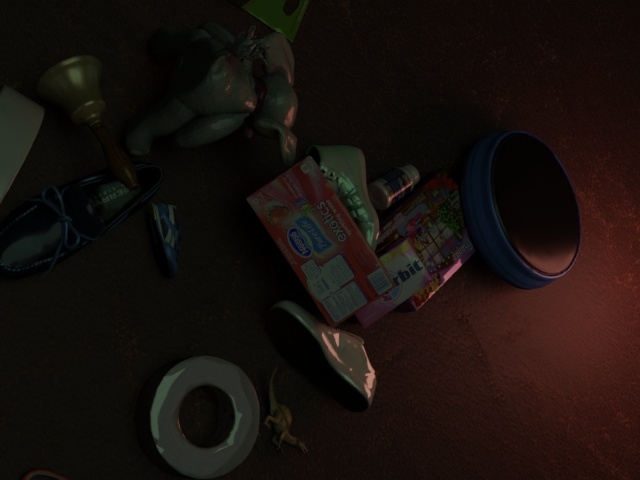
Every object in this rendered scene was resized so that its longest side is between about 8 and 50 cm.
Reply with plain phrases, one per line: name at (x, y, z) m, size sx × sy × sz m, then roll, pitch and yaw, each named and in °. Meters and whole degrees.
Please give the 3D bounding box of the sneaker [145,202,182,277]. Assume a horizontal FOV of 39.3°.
sneaker at (-0.280, -0.003, 1.664) m, size 0.059 × 0.053 × 0.144 m, roll -9°, pitch 87°, yaw -37°

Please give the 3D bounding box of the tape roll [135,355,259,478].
tape roll at (-0.221, 0.319, 1.625) m, size 0.219 × 0.072 × 0.219 m, roll 7°, pitch 76°, yaw -33°

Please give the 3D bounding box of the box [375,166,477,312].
box at (0.231, -0.005, 1.999) m, size 0.293 × 0.057 × 0.201 m, roll -41°, pitch 104°, yaw -32°

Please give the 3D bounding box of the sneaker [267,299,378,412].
sneaker at (0.009, 0.209, 1.797) m, size 0.290 × 0.106 × 0.123 m, roll 50°, pitch 42°, yaw -19°

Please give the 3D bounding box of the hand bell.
hand bell at (-0.380, -0.186, 1.548) m, size 0.126 × 0.126 × 0.242 m, roll -23°, pitch 75°, yaw -35°

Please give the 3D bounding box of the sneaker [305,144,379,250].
sneaker at (0.030, -0.079, 1.858) m, size 0.151 × 0.094 × 0.256 m, roll 4°, pitch 68°, yaw -39°

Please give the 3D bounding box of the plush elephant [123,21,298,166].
plush elephant at (-0.160, -0.269, 1.687) m, size 0.255 × 0.330 × 0.272 m, roll 33°, pitch 55°, yaw -44°

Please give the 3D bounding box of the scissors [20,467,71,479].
scissors at (-0.380, 0.479, 1.517) m, size 0.297 × 0.021 × 0.109 m, roll 30°, pitch 66°, yaw -25°

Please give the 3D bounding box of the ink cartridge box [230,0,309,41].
ink cartridge box at (-0.110, -0.569, 1.866) m, size 0.255 × 0.097 × 0.189 m, roll 30°, pitch 65°, yaw -24°

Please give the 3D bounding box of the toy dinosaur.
toy dinosaur at (-0.088, 0.344, 1.731) m, size 0.092 × 0.053 × 0.183 m, roll -36°, pitch 108°, yaw -49°

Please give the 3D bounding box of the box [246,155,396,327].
box at (0.000, 0.000, 1.740) m, size 0.154 × 0.142 × 0.300 m, roll -34°, pitch 94°, yaw 1°

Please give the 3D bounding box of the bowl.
bowl at (0.489, -0.081, 2.135) m, size 0.391 × 0.077 × 0.391 m, roll 16°, pitch 65°, yaw -39°

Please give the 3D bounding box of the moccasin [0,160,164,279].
moccasin at (-0.420, -0.058, 1.542) m, size 0.342 × 0.117 × 0.138 m, roll -41°, pitch 103°, yaw -33°

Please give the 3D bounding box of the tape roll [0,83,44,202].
tape roll at (-0.535, -0.048, 1.305) m, size 0.072 × 0.392 × 0.392 m, roll 33°, pitch 64°, yaw -25°

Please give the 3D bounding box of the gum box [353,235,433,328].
gum box at (0.133, 0.083, 1.864) m, size 0.188 × 0.062 × 0.107 m, roll -34°, pitch 101°, yaw -4°

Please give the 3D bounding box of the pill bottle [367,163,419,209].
pill bottle at (0.162, -0.121, 1.971) m, size 0.120 × 0.067 × 0.067 m, roll -34°, pitch 99°, yaw -33°
